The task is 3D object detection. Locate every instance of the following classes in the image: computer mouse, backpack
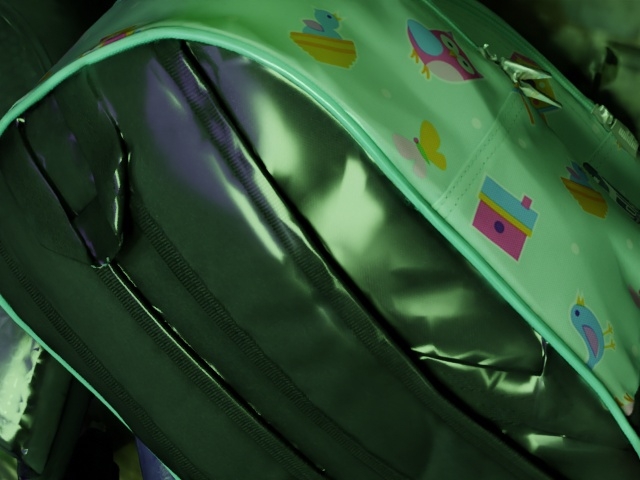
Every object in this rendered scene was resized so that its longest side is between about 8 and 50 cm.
[{"bbox_3d":[-0.100,0.006,0.497,0.072,0.188,0.272,-7,100,-5],"label":"computer mouse"},{"bbox_3d":[0.000,0.000,0.389,0.188,0.144,0.166,40,136,-18],"label":"backpack"}]

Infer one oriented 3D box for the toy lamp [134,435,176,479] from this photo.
[{"bbox_3d":[0.005,0.162,0.491,0.080,0.080,0.275,-41,71,41],"label":"toy lamp"}]
